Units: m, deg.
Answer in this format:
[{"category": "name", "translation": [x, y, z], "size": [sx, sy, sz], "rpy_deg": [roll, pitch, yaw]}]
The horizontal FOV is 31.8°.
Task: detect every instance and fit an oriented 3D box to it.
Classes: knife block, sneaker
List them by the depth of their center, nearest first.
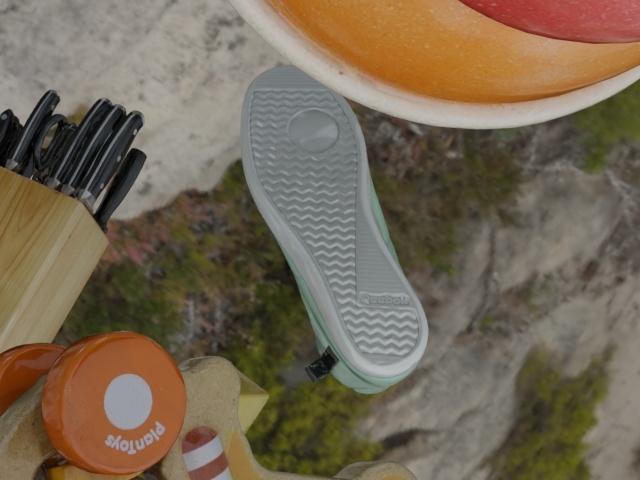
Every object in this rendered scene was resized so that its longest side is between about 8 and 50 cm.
[{"category": "sneaker", "translation": [0.000, 0.001, 0.864], "size": [0.094, 0.255, 0.151], "rpy_deg": [-17, 162, -10]}, {"category": "knife block", "translation": [-0.243, 0.008, 0.995], "size": [0.242, 0.275, 0.088], "rpy_deg": [-21, 155, -1]}]

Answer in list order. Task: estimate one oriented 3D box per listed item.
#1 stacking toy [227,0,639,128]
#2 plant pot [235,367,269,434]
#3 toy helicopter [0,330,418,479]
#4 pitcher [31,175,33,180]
[{"category": "stacking toy", "translation": [0.143, -0.206, 0.374], "size": [0.351, 0.480, 0.350], "rpy_deg": [-2, 98, -18]}, {"category": "plant pot", "translation": [-0.132, 0.208, 1.445], "size": [0.081, 0.081, 0.083], "rpy_deg": [-57, 157, 4]}, {"category": "toy helicopter", "translation": [-0.065, 0.197, 0.749], "size": [0.355, 0.140, 0.235], "rpy_deg": [13, 74, -37]}, {"category": "pitcher", "translation": [-0.528, -0.088, 1.814], "size": [0.207, 0.178, 0.125], "rpy_deg": [20, 85, -54]}]
